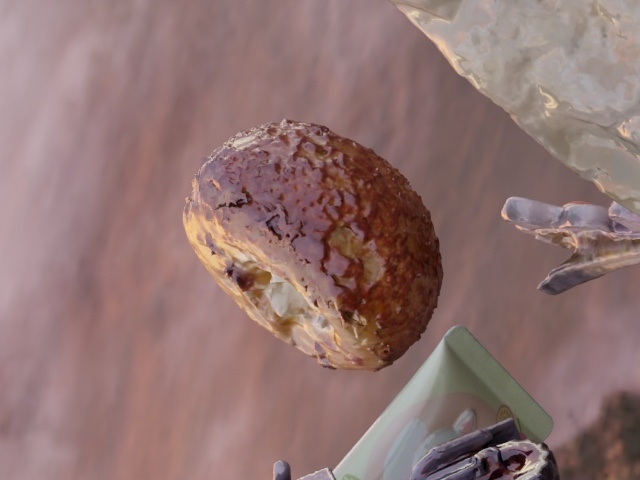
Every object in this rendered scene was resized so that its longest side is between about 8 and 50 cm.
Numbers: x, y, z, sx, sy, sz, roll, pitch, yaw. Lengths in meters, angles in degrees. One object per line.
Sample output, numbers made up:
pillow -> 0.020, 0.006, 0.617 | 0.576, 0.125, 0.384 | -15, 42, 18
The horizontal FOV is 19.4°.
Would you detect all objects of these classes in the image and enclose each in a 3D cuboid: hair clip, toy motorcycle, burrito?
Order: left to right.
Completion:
toy motorcycle -> 0.026, 0.159, 1.039 | 0.122, 0.215, 0.080 | -120, 6, -70
hair clip -> 0.250, 0.000, 1.528 | 0.257, 0.146, 0.075 | -8, 59, 52
burrito -> 0.161, -0.124, 0.841 | 0.190, 0.332, 0.135 | -52, 14, -8

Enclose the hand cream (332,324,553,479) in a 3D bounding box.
hand cream -> 0.037, 0.211, 1.384 | 0.306, 0.147, 0.093 | -49, 36, -5

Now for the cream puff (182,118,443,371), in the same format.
cream puff -> 0.001, 0.001, 1.549 | 0.164, 0.240, 0.240 | -57, 15, -23
